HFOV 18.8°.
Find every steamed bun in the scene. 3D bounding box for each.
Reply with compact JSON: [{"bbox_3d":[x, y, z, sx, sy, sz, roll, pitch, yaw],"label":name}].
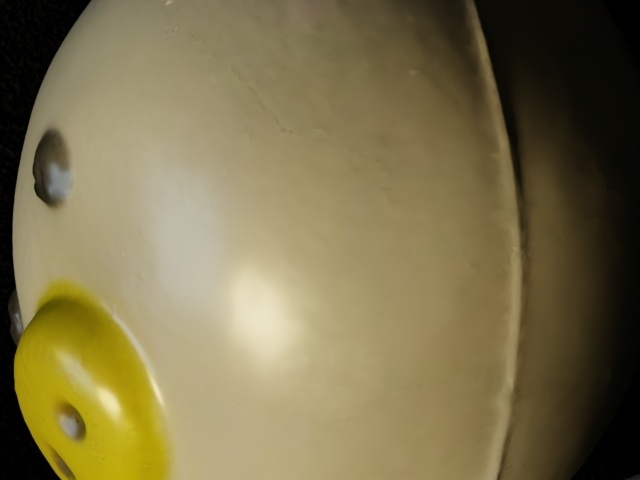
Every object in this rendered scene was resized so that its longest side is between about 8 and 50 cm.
[{"bbox_3d":[0.006,-0.001,0.928,0.374,0.334,0.334,115,141,-55],"label":"steamed bun"}]

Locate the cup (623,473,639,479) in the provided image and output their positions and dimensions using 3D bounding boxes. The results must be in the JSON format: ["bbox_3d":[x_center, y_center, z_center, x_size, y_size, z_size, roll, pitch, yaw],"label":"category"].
[{"bbox_3d":[0.169,0.210,0.666,0.347,0.163,0.347,28,139,27],"label":"cup"}]
